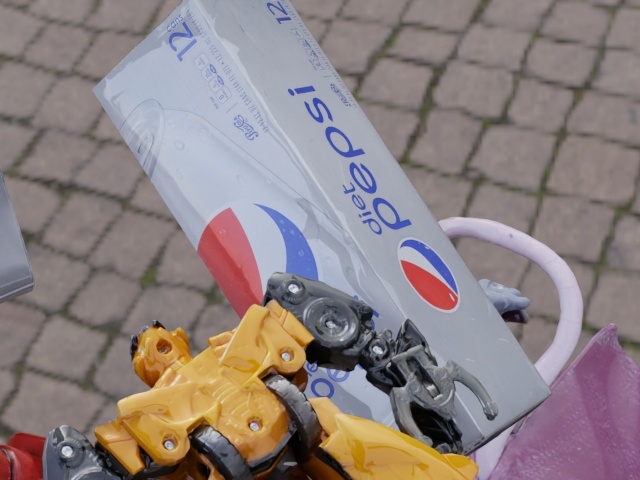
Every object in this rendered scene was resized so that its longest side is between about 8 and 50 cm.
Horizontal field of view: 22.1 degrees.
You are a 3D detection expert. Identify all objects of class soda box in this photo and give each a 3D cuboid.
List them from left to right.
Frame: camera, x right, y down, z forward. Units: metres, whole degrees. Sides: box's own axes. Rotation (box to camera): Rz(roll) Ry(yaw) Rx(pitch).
[{"bbox_3d":[0.000,0.000,0.907,0.286,0.091,0.098,56,30,9],"label":"soda box"}]

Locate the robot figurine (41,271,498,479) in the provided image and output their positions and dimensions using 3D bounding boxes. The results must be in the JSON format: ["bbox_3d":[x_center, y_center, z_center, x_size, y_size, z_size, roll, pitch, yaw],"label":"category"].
[{"bbox_3d":[0.012,0.149,0.723,0.211,0.085,0.291,-34,69,-30],"label":"robot figurine"}]

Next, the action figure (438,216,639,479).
[{"bbox_3d":[0.120,0.217,1.138,0.248,0.276,0.370,19,61,26],"label":"action figure"}]

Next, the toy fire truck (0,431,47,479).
[{"bbox_3d":[-0.238,0.227,1.097,0.158,0.246,0.217,4,72,46],"label":"toy fire truck"}]

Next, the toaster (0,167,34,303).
[{"bbox_3d":[-0.315,-0.009,1.269,0.110,0.186,0.168,-21,10,-29],"label":"toaster"}]
